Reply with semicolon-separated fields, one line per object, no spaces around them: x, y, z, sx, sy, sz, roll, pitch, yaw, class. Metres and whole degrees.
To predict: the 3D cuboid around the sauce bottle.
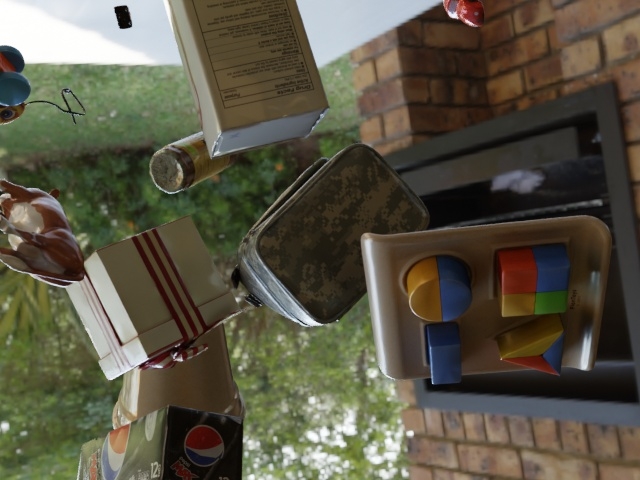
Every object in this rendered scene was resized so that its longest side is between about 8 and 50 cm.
-0.274;-0.211;1.957;0.111;0.111;0.344;-9;-164;28;sauce bottle

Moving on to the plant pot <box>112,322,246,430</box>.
-0.349;0.299;1.985;0.334;0.305;0.334;2;-156;-1;plant pot

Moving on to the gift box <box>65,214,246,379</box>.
-0.313;0.119;1.615;0.276;0.258;0.255;-24;176;-33;gift box

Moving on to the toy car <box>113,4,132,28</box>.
-0.436;-0.553;1.927;0.122;0.060;0.040;-24;-150;10;toy car

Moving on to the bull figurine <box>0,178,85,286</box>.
-0.492;-0.029;1.357;0.188;0.101;0.310;26;-171;-42;bull figurine

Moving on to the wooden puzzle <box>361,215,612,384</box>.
0.245;0.113;1.217;0.348;0.322;0.080;-3;-137;9;wooden puzzle

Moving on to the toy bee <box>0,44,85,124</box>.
-0.601;-0.268;1.488;0.162;0.298;0.195;-32;-144;12;toy bee

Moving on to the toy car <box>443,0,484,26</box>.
0.199;-0.451;1.340;0.053;0.239;0.225;-18;-175;2;toy car

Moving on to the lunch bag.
0.000;0.000;1.430;0.305;0.212;0.256;-46;-174;-16;lunch bag

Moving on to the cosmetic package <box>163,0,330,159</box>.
-0.111;-0.276;1.074;0.153;0.296;0.129;-14;172;-16;cosmetic package

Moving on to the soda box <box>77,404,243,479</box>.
-0.120;0.162;0.576;0.060;0.053;0.169;17;150;-30;soda box
